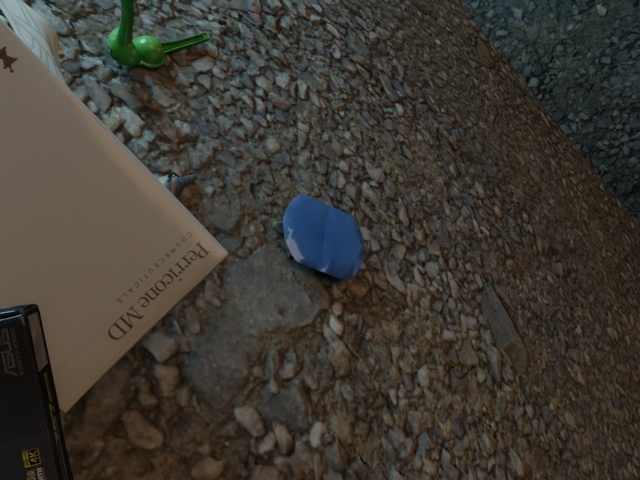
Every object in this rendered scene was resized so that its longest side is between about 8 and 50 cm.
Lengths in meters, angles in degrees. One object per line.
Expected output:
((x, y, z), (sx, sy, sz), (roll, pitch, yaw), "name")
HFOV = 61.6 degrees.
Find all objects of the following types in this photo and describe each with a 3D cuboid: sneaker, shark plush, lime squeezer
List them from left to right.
((-0.365, -0.220, 0.673), (0.292, 0.110, 0.118), (57, 33, 0), "sneaker")
((-0.266, -0.315, 0.828), (0.059, 0.110, 0.310), (36, 12, 1), "lime squeezer")
((-0.224, -0.052, 0.760), (0.161, 0.073, 0.067), (-82, 147, -61), "shark plush")

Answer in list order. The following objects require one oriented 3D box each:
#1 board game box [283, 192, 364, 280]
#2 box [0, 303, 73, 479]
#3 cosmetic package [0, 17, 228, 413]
((0.000, 0.000, 0.933), (0.168, 0.033, 0.133), (22, 57, -26), "board game box")
((-0.300, 0.181, 0.414), (0.183, 0.059, 0.233), (-10, 92, -16), "box")
((-0.302, -0.049, 0.526), (0.385, 0.156, 0.217), (45, 76, -11), "cosmetic package")
